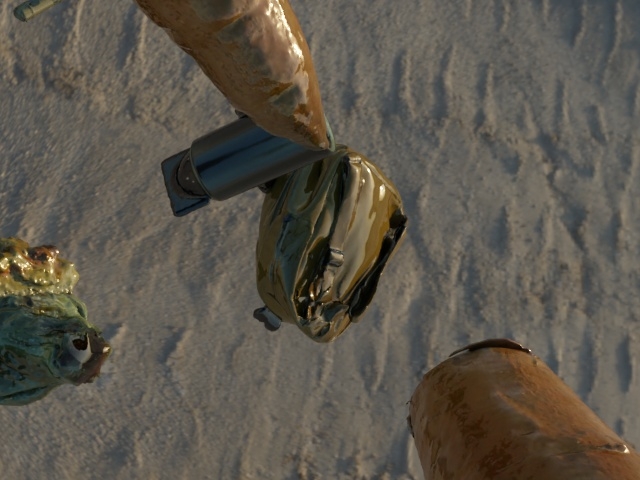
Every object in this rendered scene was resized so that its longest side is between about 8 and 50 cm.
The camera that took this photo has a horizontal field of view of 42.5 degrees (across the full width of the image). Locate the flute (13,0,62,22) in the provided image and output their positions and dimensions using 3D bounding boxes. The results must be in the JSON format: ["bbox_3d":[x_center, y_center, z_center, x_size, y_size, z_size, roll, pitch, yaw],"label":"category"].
[{"bbox_3d":[-0.290,-0.336,1.045,0.233,0.027,0.027,-42,105,-30],"label":"flute"}]

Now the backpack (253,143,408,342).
[{"bbox_3d":[0.004,0.000,1.576,0.353,0.201,0.378,49,60,-45],"label":"backpack"}]

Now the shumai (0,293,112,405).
[{"bbox_3d":[-0.543,0.216,1.539,0.260,0.222,0.225,-41,123,-5],"label":"shumai"}]

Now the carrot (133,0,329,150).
[{"bbox_3d":[-0.050,-0.113,0.381,0.072,0.072,0.205,-55,131,-22],"label":"carrot"}]

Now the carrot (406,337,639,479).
[{"bbox_3d":[0.171,0.188,0.625,0.195,0.254,0.196,-2,117,-5],"label":"carrot"}]

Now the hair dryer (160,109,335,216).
[{"bbox_3d":[-0.111,-0.172,0.925,0.195,0.078,0.248,-21,74,14],"label":"hair dryer"}]

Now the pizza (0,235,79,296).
[{"bbox_3d":[-0.298,0.016,0.709,0.174,0.134,0.046,9,100,-11],"label":"pizza"}]
